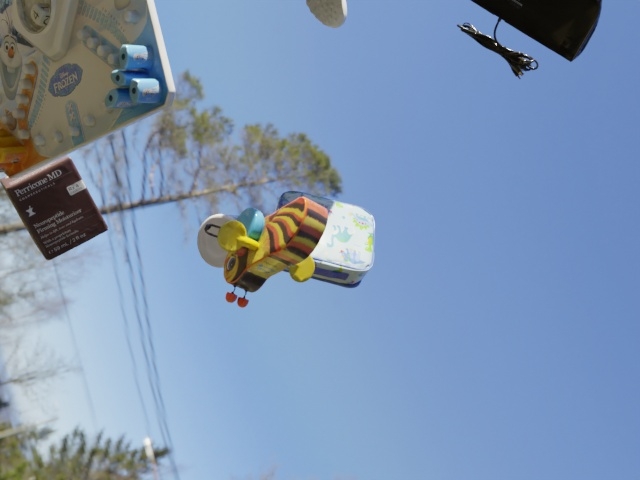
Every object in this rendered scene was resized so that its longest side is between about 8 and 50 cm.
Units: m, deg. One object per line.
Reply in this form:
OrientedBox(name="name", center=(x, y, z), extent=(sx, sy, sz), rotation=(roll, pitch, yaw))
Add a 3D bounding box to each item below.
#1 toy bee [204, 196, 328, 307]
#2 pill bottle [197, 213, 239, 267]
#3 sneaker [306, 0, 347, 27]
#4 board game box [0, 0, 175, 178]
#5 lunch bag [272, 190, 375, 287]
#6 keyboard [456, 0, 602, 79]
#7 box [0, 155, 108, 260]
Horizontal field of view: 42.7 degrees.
OrientedBox(name="toy bee", center=(-0.102, 0.035, 1.432), extent=(0.298, 0.195, 0.162), rotation=(139, -37, -63))
OrientedBox(name="pill bottle", center=(-0.165, 0.002, 1.740), extent=(0.112, 0.187, 0.111), rotation=(0, -91, 28))
OrientedBox(name="sneaker", center=(0.006, -0.567, 1.803), extent=(0.090, 0.095, 0.235), rotation=(-31, -106, 24))
OrientedBox(name="board game box", center=(-0.373, -0.310, 1.066), extent=(0.390, 0.050, 0.389), rotation=(-14, -90, 40))
OrientedBox(name="lunch bag", center=(0.000, 0.000, 1.688), extent=(0.090, 0.219, 0.176), rotation=(119, -20, -50))
OrientedBox(name="keyboard", center=(0.337, -0.422, 1.472), extent=(0.317, 0.033, 0.201), rotation=(39, -48, 18))
OrientedBox(name="box", center=(-0.653, -0.087, 2.002), extent=(0.167, 0.169, 0.203), rotation=(25, -38, 62))
